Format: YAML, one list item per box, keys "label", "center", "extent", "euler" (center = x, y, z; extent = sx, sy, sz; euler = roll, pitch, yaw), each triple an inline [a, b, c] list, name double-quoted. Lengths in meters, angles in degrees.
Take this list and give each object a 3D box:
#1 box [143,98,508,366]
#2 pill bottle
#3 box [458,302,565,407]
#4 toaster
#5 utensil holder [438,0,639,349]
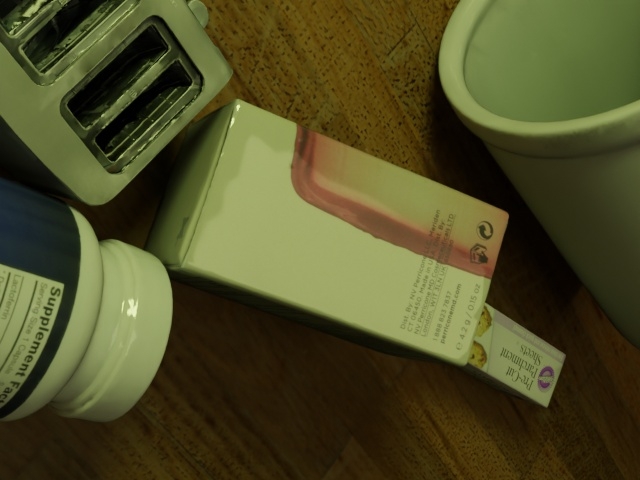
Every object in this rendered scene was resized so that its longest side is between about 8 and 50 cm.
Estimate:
- label: "box"
  center: [0.000, 0.000, 0.776]
  extent: [0.232, 0.148, 0.127]
  euler: [21, 81, -20]
- label: "pill bottle"
  center: [-0.233, 0.028, 0.627]
  extent: [0.264, 0.153, 0.153]
  euler: [23, 82, -40]
- label: "box"
  center: [0.125, 0.080, 0.991]
  extent: [0.324, 0.063, 0.067]
  euler: [32, 77, -38]
- label: "toaster"
  center: [-0.173, -0.129, 0.665]
  extent: [0.186, 0.110, 0.168]
  euler: [-48, 126, -20]
- label: "utensil holder"
  center: [0.345, -0.099, 0.984]
  extent: [0.328, 0.327, 0.385]
  euler: [-55, 129, -19]
